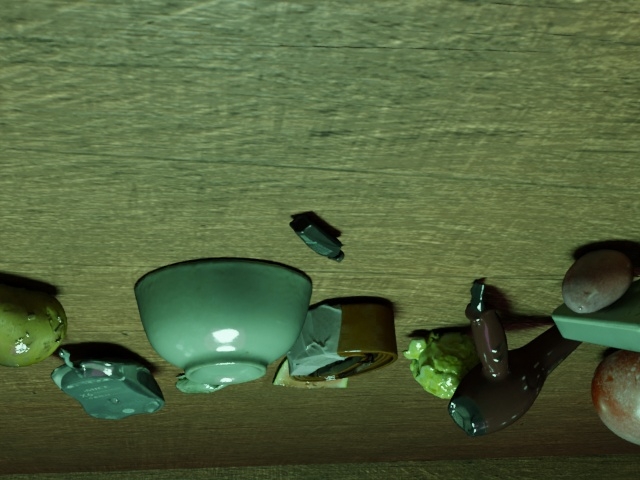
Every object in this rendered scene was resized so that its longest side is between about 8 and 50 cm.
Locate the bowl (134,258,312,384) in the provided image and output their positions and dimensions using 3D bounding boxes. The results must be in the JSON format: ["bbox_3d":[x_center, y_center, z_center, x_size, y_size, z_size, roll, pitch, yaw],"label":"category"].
[{"bbox_3d":[-0.154,0.146,1.345,0.289,0.146,0.289,-2,157,-1],"label":"bowl"}]

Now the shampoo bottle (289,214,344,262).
[{"bbox_3d":[0.000,0.000,1.166,0.048,0.027,0.137,1,161,25],"label":"shampoo bottle"}]

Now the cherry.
[{"bbox_3d":[0.424,0.059,1.288,0.126,0.087,0.106,-6,148,-45],"label":"cherry"}]

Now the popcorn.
[{"bbox_3d":[0.251,0.242,1.652,0.141,0.162,0.135,-35,-173,3],"label":"popcorn"}]

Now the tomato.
[{"bbox_3d":[0.736,0.342,1.847,0.270,0.227,0.270,-5,156,-2],"label":"tomato"}]

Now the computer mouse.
[{"bbox_3d":[-0.431,0.268,1.683,0.167,0.090,0.379,-12,151,6],"label":"computer mouse"}]

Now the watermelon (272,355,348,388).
[{"bbox_3d":[-0.022,0.253,1.730,0.163,0.087,0.069,7,-174,-21],"label":"watermelon"}]

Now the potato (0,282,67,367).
[{"bbox_3d":[-0.475,0.128,1.280,0.176,0.137,0.137,18,150,-29],"label":"potato"}]

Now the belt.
[{"bbox_3d":[0.031,0.189,1.535,0.184,0.105,0.261,4,160,-23],"label":"belt"}]

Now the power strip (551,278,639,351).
[{"bbox_3d":[0.508,0.098,1.327,0.193,0.059,0.265,-29,-173,-15],"label":"power strip"}]

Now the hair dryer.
[{"bbox_3d":[0.342,0.168,1.508,0.312,0.123,0.340,-37,131,-20],"label":"hair dryer"}]

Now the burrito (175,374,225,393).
[{"bbox_3d":[-0.258,0.319,1.884,0.118,0.044,0.074,-6,154,16],"label":"burrito"}]
